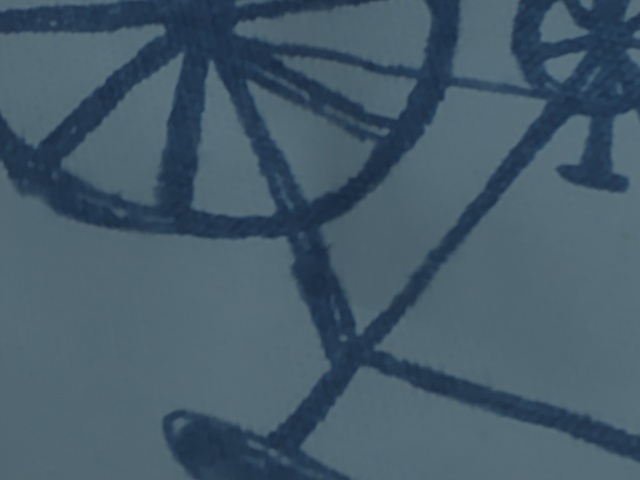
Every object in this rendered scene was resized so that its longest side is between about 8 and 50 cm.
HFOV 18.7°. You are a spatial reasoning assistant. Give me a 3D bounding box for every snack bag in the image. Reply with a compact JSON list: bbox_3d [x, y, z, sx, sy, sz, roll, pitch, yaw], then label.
[{"bbox_3d":[0.010,0.068,0.305,0.037,0.323,0.342,73,32,-65],"label":"snack bag"}]
